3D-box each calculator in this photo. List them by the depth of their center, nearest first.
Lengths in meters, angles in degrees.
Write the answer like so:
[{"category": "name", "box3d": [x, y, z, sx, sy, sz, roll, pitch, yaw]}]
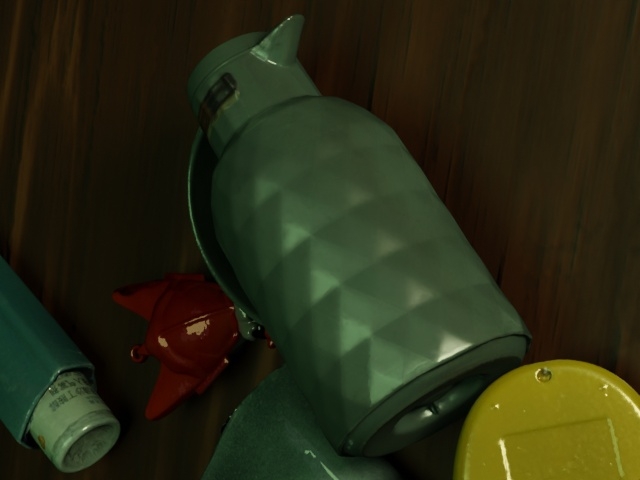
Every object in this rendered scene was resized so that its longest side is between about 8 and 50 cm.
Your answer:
[{"category": "calculator", "box3d": [0.156, 0.189, 0.830, 0.146, 0.032, 0.235, -12, 78, 4]}]

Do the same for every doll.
[{"category": "doll", "box3d": [-0.084, 0.061, 1.032, 0.169, 0.057, 0.109, -26, 75, 37]}]

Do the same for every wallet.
[{"category": "wallet", "box3d": [-0.012, 0.272, 0.993, 0.251, 0.054, 0.290, 41, 116, 26]}]

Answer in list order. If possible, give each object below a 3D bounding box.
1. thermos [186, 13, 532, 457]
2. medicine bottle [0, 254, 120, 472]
[{"category": "thermos", "box3d": [0.000, 0.000, 0.916, 0.182, 0.145, 0.286, -50, 62, 38]}, {"category": "medicine bottle", "box3d": [-0.273, 0.098, 1.167, 0.258, 0.079, 0.124, 43, 113, 27]}]
